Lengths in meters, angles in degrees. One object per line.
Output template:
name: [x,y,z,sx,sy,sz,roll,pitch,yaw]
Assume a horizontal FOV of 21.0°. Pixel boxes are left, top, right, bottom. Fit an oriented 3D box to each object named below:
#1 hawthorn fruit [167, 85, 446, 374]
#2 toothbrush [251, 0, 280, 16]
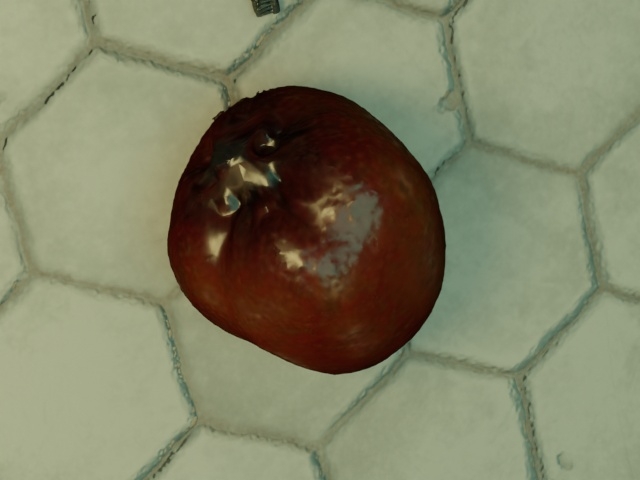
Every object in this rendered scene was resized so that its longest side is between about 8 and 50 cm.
hawthorn fruit: [-0.005,-0.001,1.756,0.295,0.295,0.311,-41,111,-7]
toothbrush: [-0.092,-0.385,1.775,0.031,0.023,0.321,-20,109,-18]
